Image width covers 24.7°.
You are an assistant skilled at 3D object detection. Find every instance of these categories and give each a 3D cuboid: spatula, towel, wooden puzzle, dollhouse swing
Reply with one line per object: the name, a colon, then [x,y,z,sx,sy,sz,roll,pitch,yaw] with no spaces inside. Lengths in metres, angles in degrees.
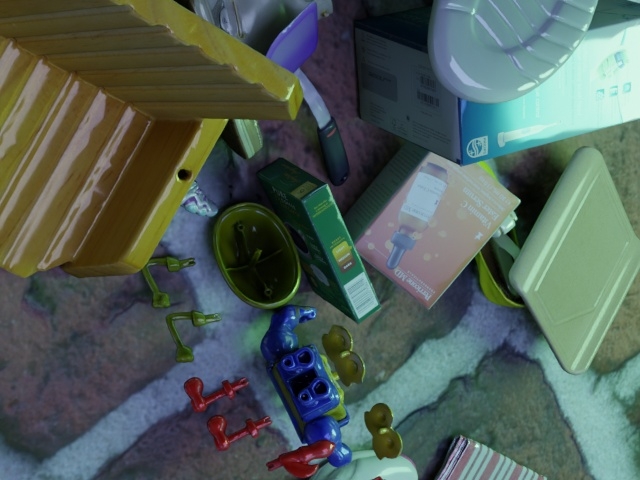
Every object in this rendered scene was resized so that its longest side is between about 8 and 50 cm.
spatula: [-0.006,-0.145,1.608,0.084,0.030,0.296,-47,147,-16]
towel: [0.217,0.356,2.003,0.197,0.029,0.144,30,91,-38]
wooden puzzle: [0.331,0.028,1.893,0.221,0.044,0.238,-59,138,-19]
dollhouse swing: [-0.245,-0.096,1.374,0.347,0.305,0.315,28,92,-37]

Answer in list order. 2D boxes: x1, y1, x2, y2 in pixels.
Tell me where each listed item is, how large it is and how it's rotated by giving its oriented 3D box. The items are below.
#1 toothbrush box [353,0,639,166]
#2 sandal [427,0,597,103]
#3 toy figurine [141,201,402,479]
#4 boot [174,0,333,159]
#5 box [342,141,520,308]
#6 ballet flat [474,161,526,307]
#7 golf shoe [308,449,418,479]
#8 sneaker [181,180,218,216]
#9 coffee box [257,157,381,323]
toothbrush box: [0.219,-0.199,1.672,0.295,0.216,0.126,-14,115,-26]
sandal: [0.221,-0.310,1.546,0.169,0.102,0.416,34,69,-17]
toy figurine: [-0.053,0.159,1.703,0.191,0.217,0.362,-28,78,-4]
boot: [-0.059,-0.209,1.586,0.165,0.077,0.213,-30,121,-22]
box: [0.125,-0.030,1.724,0.130,0.091,0.170,38,94,-19]
ballet flat: [0.220,-0.008,1.831,0.077,0.077,0.231,-31,122,-16]
golf shoe: [0.007,0.356,1.805,0.306,0.140,0.115,-21,116,-25]
sneaker: [-0.143,-0.069,1.609,0.098,0.038,0.069,22,96,-36]
coffee box: [0.000,0.000,1.678,0.040,0.113,0.184,-34,121,-15]
